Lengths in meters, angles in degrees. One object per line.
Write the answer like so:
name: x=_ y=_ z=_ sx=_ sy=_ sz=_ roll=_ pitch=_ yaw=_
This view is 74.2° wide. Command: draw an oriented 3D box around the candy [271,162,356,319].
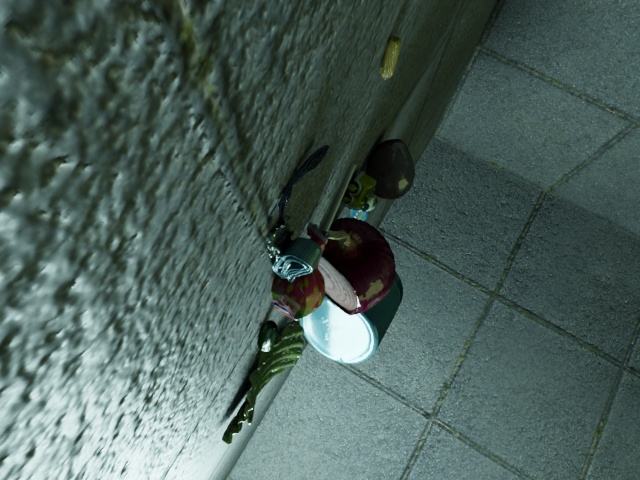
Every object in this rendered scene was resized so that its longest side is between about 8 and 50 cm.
candy: x=0.000 y=0.000 z=0.929 sx=0.124 sy=0.124 sz=0.364 roll=0 pitch=113 yaw=-79

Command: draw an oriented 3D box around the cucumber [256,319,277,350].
cucumber: x=-0.136 y=0.243 z=1.107 sx=0.048 sy=0.048 sz=0.105 roll=-50 pitch=164 yaw=-48

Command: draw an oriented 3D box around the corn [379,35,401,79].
corn: x=0.127 y=-0.334 z=0.779 sx=0.083 sy=0.028 sz=0.027 roll=100 pitch=6 yaw=-54

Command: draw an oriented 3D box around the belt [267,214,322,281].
belt: x=-0.062 y=0.028 z=0.797 sx=0.065 sy=0.100 sz=0.179 roll=-57 pitch=-174 yaw=-24

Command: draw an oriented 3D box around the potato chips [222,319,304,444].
potato chips: x=-0.179 y=0.463 z=1.403 sx=0.389 sy=0.097 sz=0.373 roll=-44 pitch=163 yaw=-55

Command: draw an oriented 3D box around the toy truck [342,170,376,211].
toy truck: x=0.110 y=-0.127 z=1.167 sx=0.076 sy=0.077 sz=0.111 roll=-49 pitch=166 yaw=-49

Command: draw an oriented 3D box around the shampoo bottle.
shampoo bottle: x=0.130 y=0.268 z=1.716 sx=0.343 sy=0.331 sz=0.331 roll=-45 pitch=162 yaw=-54

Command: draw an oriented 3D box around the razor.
razor: x=-0.035 y=-0.088 z=0.666 sx=0.154 sy=0.028 sz=0.044 roll=-59 pitch=179 yaw=2

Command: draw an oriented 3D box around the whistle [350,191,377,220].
whistle: x=0.134 y=-0.105 z=1.379 sx=0.235 sy=0.077 sz=0.113 roll=107 pitch=-9 yaw=-63

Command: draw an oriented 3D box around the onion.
onion: x=0.098 y=0.061 z=1.201 sx=0.231 sy=0.256 sz=0.272 roll=-36 pitch=-178 yaw=-31

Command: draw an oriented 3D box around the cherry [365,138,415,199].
cherry: x=0.202 y=-0.205 z=1.237 sx=0.176 sy=0.140 sz=0.175 roll=4 pitch=85 yaw=-63
